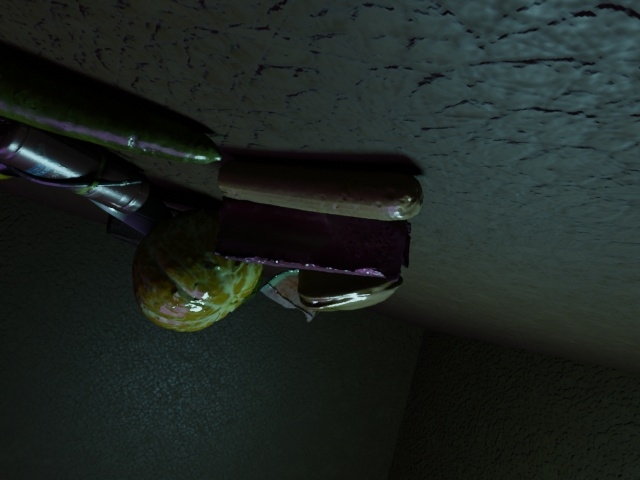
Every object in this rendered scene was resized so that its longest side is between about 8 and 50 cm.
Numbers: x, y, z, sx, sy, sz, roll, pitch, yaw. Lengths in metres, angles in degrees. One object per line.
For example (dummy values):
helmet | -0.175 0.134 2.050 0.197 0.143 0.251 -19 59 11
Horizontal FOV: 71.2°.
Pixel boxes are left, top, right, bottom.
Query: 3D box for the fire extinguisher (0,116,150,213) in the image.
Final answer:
fire extinguisher | -0.446 -0.144 0.775 0.142 0.105 0.341 -6 162 22

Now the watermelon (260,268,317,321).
watermelon | -0.081 0.216 1.845 0.319 0.226 0.148 8 146 -19

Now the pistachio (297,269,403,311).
pistachio | 0.070 0.092 1.099 0.261 0.162 0.212 -4 -154 10

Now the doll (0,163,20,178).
doll | -0.594 -0.162 0.865 0.088 0.127 0.249 44 161 -28

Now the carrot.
carrot | -0.295 -0.159 0.542 0.359 0.074 0.074 17 170 -16

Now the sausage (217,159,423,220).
sausage | -0.011 -0.069 0.585 0.301 0.065 0.066 13 169 33

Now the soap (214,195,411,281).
soap | 0.000 0.000 0.719 0.289 0.112 0.182 7 180 19

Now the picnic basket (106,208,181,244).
picnic basket | -0.511 -0.034 1.386 0.297 0.129 0.222 16 168 1

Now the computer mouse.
computer mouse | -0.449 -0.089 1.072 0.160 0.097 0.288 33 170 26

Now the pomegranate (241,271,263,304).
pomegranate | -0.341 0.117 1.680 0.255 0.270 0.254 4 135 4

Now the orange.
orange | -0.291 0.066 1.082 0.249 0.329 0.329 53 176 11
